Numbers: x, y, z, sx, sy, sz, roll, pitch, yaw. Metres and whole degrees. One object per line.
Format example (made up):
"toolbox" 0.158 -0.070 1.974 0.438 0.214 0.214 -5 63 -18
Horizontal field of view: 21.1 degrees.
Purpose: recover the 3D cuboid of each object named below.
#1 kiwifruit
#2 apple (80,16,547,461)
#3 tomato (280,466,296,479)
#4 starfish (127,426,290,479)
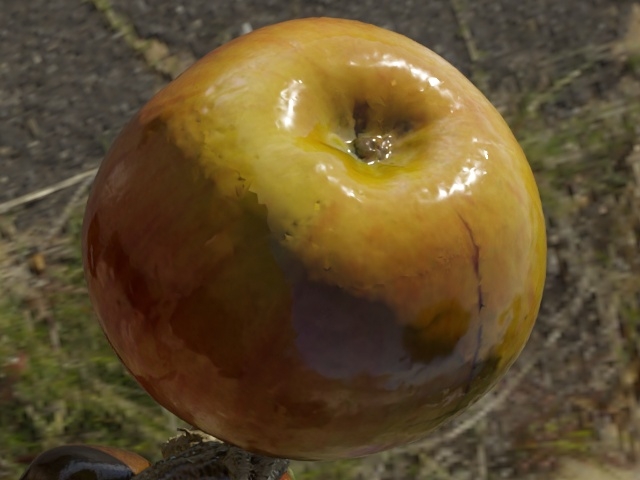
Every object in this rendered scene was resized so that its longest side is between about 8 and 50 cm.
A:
"kiwifruit" -0.161 0.181 1.225 0.124 0.075 0.075 20 68 -48
"apple" 0.000 0.000 1.055 0.286 0.233 0.286 7 54 -9
"tomato" -0.121 0.374 1.857 0.239 0.303 0.303 -13 89 -10
"starfish" -0.079 0.155 1.195 0.247 0.138 0.050 -42 109 -78
